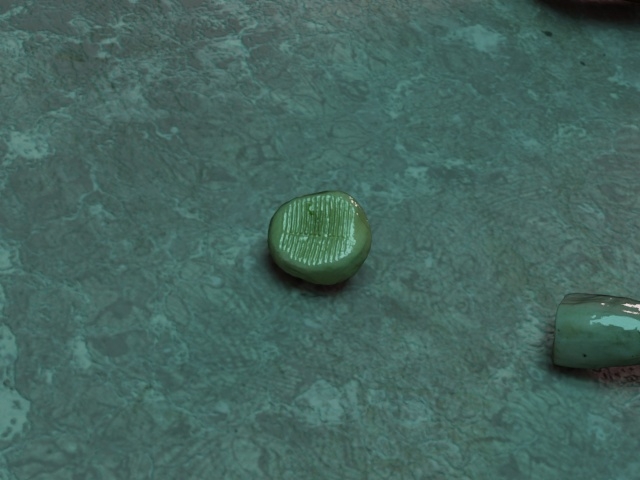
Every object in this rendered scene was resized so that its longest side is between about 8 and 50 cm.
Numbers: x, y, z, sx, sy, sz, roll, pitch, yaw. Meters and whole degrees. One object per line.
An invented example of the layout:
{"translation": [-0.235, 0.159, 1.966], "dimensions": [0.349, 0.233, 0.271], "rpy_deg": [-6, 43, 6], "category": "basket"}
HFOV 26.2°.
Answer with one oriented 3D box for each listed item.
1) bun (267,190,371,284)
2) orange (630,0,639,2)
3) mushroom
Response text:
{"translation": [0.000, 0.000, 1.511], "dimensions": [0.115, 0.069, 0.115], "rpy_deg": [-3, 63, 6], "category": "bun"}
{"translation": [0.408, -0.450, 1.871], "dimensions": [0.310, 0.274, 0.274], "rpy_deg": [21, 48, 23], "category": "orange"}
{"translation": [0.360, 0.099, 1.474], "dimensions": [0.223, 0.092, 0.081], "rpy_deg": [0, 92, 2], "category": "mushroom"}
